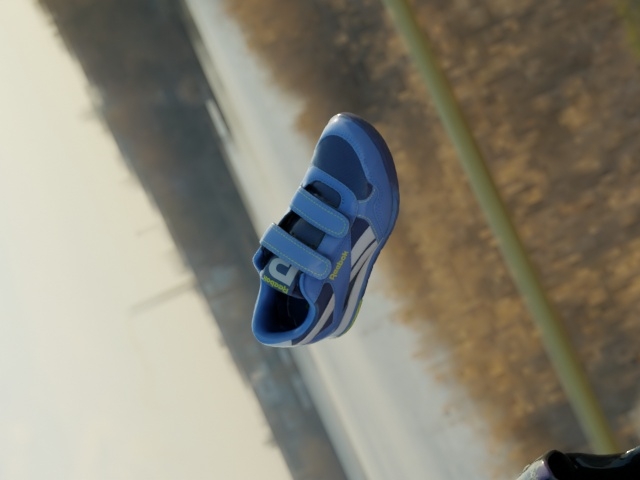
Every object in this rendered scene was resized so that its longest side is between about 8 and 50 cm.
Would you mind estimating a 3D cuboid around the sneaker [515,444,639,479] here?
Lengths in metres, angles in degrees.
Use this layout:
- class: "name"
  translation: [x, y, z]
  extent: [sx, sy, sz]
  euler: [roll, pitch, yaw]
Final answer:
- class: "sneaker"
  translation: [0.142, 0.199, 1.280]
  extent: [0.107, 0.283, 0.124]
  euler: [-86, -29, -65]

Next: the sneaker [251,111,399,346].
- class: "sneaker"
  translation: [0.000, 0.000, 1.031]
  extent: [0.053, 0.059, 0.144]
  euler: [35, 126, 32]
